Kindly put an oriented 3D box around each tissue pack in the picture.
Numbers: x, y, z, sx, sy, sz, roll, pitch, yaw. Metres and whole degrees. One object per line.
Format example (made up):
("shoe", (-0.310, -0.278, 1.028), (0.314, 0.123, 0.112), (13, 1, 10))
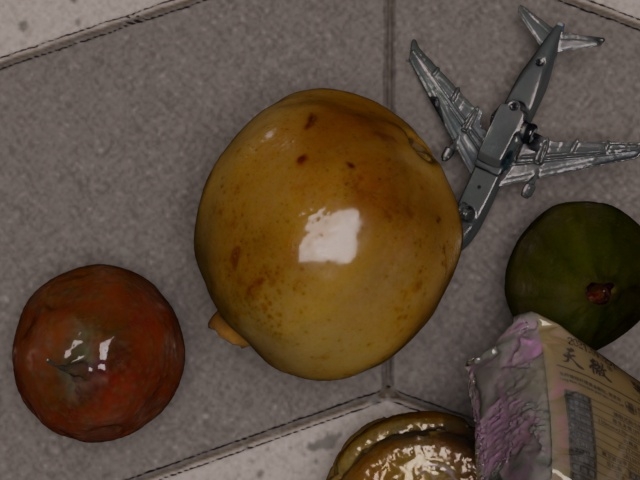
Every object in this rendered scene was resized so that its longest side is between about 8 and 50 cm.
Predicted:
("tissue pack", (0.237, 0.199, 1.317), (0.257, 0.215, 0.123), (36, 123, -26))

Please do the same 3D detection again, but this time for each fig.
("fig", (0.213, 0.019, 1.379), (0.133, 0.185, 0.126), (-23, 68, 1))

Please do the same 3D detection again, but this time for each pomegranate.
("pomegranate", (0.006, -0.004, 1.352), (0.233, 0.233, 0.233), (0, 88, -3))

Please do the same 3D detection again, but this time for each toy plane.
("toy plane", (0.159, -0.090, 1.430), (0.226, 0.058, 0.226), (26, 80, 18))

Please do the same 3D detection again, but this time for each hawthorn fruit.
("hawthorn fruit", (-0.177, 0.104, 1.363), (0.149, 0.189, 0.149), (-5, 117, -9))

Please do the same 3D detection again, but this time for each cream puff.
("cream puff", (0.091, 0.226, 1.389), (0.189, 0.129, 0.189), (-1, 77, 3))
